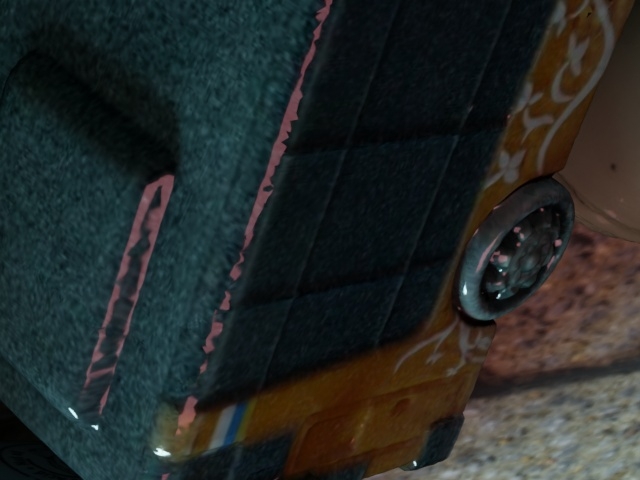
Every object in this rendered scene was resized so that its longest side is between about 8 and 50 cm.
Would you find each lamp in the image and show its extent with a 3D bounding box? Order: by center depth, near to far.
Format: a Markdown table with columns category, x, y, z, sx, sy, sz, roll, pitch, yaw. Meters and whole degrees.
| category | x | y | z | sx | sy | sz | roll | pitch | yaw |
| --- | --- | --- | --- | --- | --- | --- | --- | --- | --- |
| lamp | 0.149 | -0.076 | 0.637 | 0.106 | 0.106 | 0.193 | 2 | 142 | -31 |

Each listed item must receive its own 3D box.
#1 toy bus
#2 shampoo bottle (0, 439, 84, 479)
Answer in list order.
| category | x | y | z | sx | sy | sz | roll | pitch | yaw |
| --- | --- | --- | --- | --- | --- | --- | --- | --- | --- |
| toy bus | -0.002 | -0.060 | 0.490 | 0.167 | 0.138 | 0.275 | -11 | 130 | -46 |
| shampoo bottle | -0.163 | 0.243 | 0.669 | 0.343 | 0.331 | 0.331 | 5 | 133 | -32 |
